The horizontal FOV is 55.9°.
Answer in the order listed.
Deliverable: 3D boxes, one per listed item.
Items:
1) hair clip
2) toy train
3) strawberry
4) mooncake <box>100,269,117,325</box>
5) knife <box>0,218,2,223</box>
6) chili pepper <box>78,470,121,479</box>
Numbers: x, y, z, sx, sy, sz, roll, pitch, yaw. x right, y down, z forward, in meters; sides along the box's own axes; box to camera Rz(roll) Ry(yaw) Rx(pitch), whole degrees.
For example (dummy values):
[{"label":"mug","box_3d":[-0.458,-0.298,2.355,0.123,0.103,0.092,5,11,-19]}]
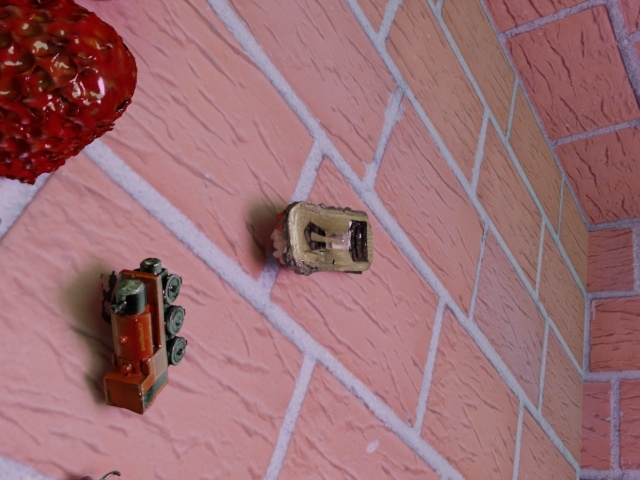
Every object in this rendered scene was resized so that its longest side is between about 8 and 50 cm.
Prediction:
[{"label":"hair clip","box_3d":[-0.001,0.000,1.113,0.321,0.091,0.138,7,76,-63]},{"label":"toy train","box_3d":[-0.222,0.114,0.755,0.118,0.074,0.175,-56,152,-63]},{"label":"strawberry","box_3d":[-0.288,-0.163,0.668,0.234,0.178,0.233,-35,130,-57]},{"label":"mooncake","box_3d":[-0.352,0.063,0.653,0.347,0.057,0.150,29,58,-45]},{"label":"knife","box_3d":[-0.374,-0.002,0.653,0.027,0.010,0.096,46,27,-29]},{"label":"chili pepper","box_3d":[-0.287,0.325,0.683,0.050,0.041,0.153,42,64,-13]}]
